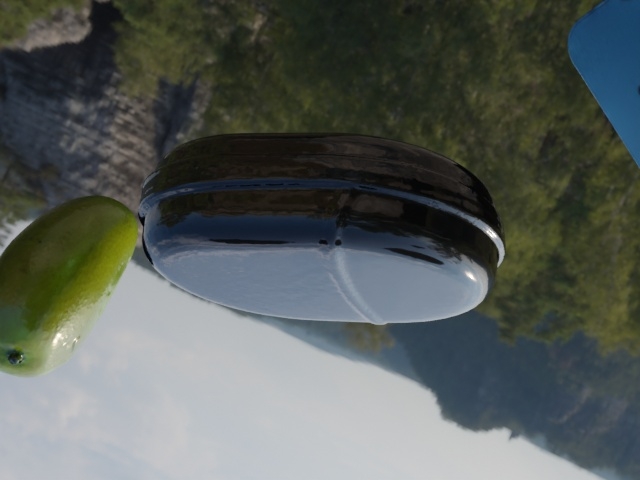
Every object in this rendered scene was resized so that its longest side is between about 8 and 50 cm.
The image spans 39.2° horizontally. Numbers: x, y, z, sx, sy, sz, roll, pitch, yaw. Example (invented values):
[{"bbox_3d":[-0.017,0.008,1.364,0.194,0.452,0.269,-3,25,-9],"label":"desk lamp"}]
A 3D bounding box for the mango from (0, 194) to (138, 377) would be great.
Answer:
[{"bbox_3d":[-0.348,0.050,1.182,0.149,0.273,0.185,29,165,5],"label":"mango"}]

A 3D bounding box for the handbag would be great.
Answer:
[{"bbox_3d":[0.000,0.001,0.752,0.307,0.093,0.254,2,157,19],"label":"handbag"}]

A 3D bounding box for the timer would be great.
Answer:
[{"bbox_3d":[0.409,-0.181,0.948,0.250,0.091,0.232,56,149,0],"label":"timer"}]
